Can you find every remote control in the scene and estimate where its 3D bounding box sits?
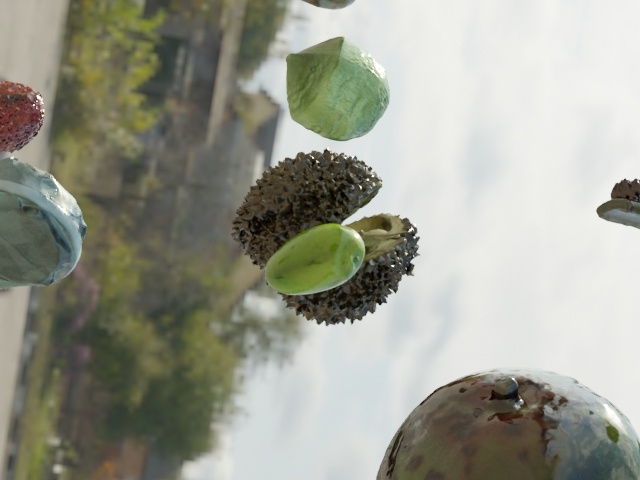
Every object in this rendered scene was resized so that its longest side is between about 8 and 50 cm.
[{"bbox_3d":[-0.282,-0.008,1.225,0.104,0.247,0.052,66,30,-41],"label":"remote control"}]

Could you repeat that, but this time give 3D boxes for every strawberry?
[{"bbox_3d":[-0.322,-0.126,1.711,0.096,0.083,0.083,-8,-114,36],"label":"strawberry"}]

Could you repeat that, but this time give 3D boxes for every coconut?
[{"bbox_3d":[0.011,-0.130,1.440,0.088,0.096,0.088,-53,-170,14],"label":"coconut"}]

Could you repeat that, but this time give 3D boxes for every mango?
[{"bbox_3d":[-0.008,0.020,1.609,0.108,0.056,0.073,-19,-155,37],"label":"mango"}]

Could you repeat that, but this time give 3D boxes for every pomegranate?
[{"bbox_3d":[0.103,0.139,0.833,0.169,0.148,0.148,58,27,-46],"label":"pomegranate"}]

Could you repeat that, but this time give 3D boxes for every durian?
[{"bbox_3d":[0.000,0.000,1.752,0.167,0.196,0.196,-28,140,-46],"label":"durian"}]

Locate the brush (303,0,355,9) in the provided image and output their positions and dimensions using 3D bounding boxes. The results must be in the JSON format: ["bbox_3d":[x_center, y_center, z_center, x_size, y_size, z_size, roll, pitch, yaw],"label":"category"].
[{"bbox_3d":[0.028,-0.220,1.172,0.336,0.085,0.020,-65,170,-61],"label":"brush"}]

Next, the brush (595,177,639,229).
[{"bbox_3d":[0.325,-0.010,1.370,0.043,0.248,0.036,-6,-107,55],"label":"brush"}]
